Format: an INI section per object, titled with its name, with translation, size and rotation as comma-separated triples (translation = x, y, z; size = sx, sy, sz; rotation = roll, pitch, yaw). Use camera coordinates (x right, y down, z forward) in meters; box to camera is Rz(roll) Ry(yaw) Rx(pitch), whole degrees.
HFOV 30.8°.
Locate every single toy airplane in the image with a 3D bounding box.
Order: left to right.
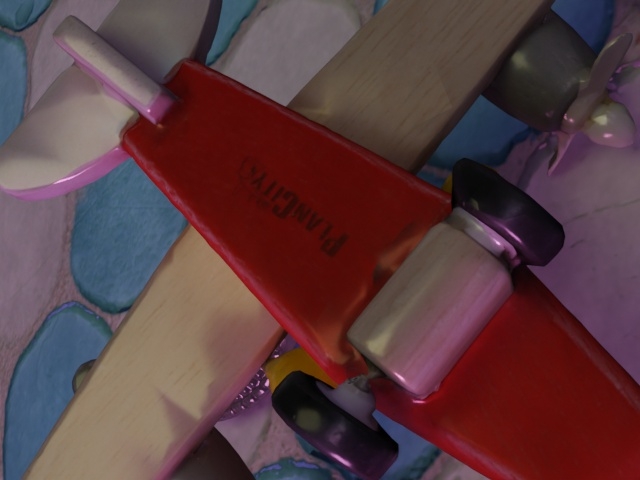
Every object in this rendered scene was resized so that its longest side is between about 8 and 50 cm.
[toy airplane]
translation = 0.000, 0.000, 0.674
size = 0.386, 0.272, 0.384
rotation = -14, 60, 26

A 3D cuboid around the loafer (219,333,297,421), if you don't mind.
[loafer]
translation = -0.047, 0.041, 0.878
size = 0.251, 0.094, 0.087
rotation = -50, 11, 29
